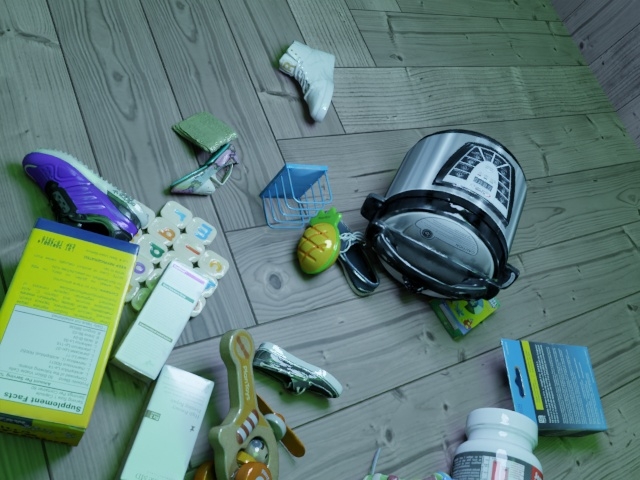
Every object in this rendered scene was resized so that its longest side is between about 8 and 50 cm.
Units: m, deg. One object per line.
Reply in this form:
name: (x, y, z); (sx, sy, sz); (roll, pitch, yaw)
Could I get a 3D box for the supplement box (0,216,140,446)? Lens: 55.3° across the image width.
supplement box: (-0.487, 0.173, 1.133); (0.194, 0.195, 0.357); (17, 59, -17)

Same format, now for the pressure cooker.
pressure cooker: (0.337, -0.040, 1.623); (0.376, 0.369, 0.420); (60, 45, -33)

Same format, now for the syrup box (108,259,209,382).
syrup box: (-0.334, 0.166, 1.273); (0.096, 0.093, 0.237); (33, 62, -14)

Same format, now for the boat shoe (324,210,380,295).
boat shoe: (0.076, 0.023, 1.619); (0.095, 0.079, 0.255); (-15, 72, -33)

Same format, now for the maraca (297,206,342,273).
maraca: (0.000, 0.000, 1.559); (0.099, 0.127, 0.186); (36, 57, -43)

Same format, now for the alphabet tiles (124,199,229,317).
alphabet tiles: (-0.361, 0.040, 1.397); (0.278, 0.021, 0.284); (34, 53, -7)

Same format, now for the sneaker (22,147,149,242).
sneaker: (-0.529, -0.078, 1.305); (0.293, 0.102, 0.146); (32, 54, -4)

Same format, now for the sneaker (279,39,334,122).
sneaker: (-0.051, -0.476, 1.810); (0.169, 0.108, 0.293); (18, 47, -19)

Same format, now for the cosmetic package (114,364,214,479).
cosmetic package: (-0.306, 0.377, 1.206); (0.117, 0.085, 0.231); (24, 54, -16)

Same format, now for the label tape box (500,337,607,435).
label tape box: (0.616, 0.412, 1.698); (0.333, 0.106, 0.241); (10, 61, -25)

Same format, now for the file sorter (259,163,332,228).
file sorter: (-0.063, -0.108, 1.556); (0.118, 0.170, 0.105); (0, 68, -30)

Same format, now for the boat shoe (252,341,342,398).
boat shoe: (-0.055, 0.315, 1.392); (0.219, 0.078, 0.070); (28, 53, -4)

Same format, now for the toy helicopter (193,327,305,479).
toy helicopter: (-0.143, 0.359, 1.263); (0.235, 0.140, 0.355); (5, 76, -55)

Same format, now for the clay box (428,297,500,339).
clay box: (0.424, 0.175, 1.751); (0.222, 0.053, 0.127); (-28, 81, -36)

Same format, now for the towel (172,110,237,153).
towel: (-0.295, -0.281, 1.574); (0.148, 0.027, 0.110); (34, 53, 25)

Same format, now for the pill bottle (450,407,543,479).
pill bottle: (0.402, 0.592, 1.412); (0.210, 0.210, 0.363); (29, 54, -13)

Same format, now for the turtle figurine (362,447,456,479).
turtle figurine: (0.151, 0.592, 1.268); (0.266, 0.274, 0.198); (-25, 92, -33)

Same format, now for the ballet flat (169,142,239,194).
ballet flat: (-0.277, -0.163, 1.531); (0.221, 0.077, 0.079); (-47, 112, -39)
